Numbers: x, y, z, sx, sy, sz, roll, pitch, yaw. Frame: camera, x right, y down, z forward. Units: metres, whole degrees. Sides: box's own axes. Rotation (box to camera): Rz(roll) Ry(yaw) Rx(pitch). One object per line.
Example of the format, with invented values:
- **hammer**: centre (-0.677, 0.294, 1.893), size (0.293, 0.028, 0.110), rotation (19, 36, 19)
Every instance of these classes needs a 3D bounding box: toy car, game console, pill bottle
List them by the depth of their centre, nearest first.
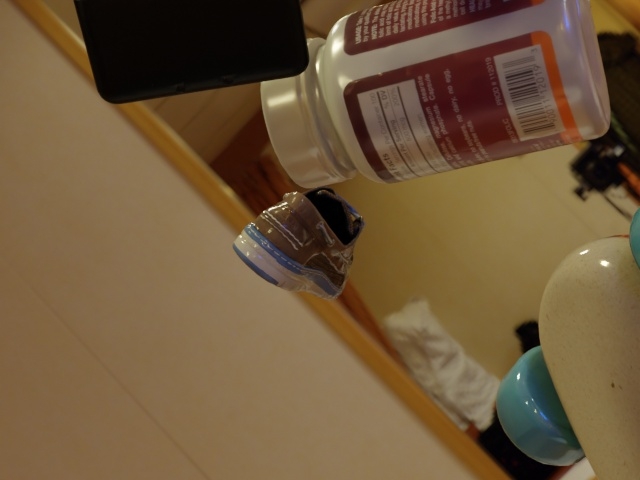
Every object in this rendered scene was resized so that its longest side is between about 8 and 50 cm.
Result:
- **game console**: centre (-0.075, -0.147, 0.582), size (0.122, 0.107, 0.071), rotation (-9, -29, 1)
- **toy car**: centre (0.265, 0.077, 0.589), size (0.238, 0.210, 0.219), rotation (-12, -32, -25)
- **pill bottle**: centre (0.141, -0.194, 1.282), size (0.392, 0.224, 0.224), rotation (-11, 5, 21)

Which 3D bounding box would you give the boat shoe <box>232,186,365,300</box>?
- **boat shoe**: centre (0.000, 0.000, 0.743), size (0.066, 0.066, 0.183), rotation (-48, -9, 8)
